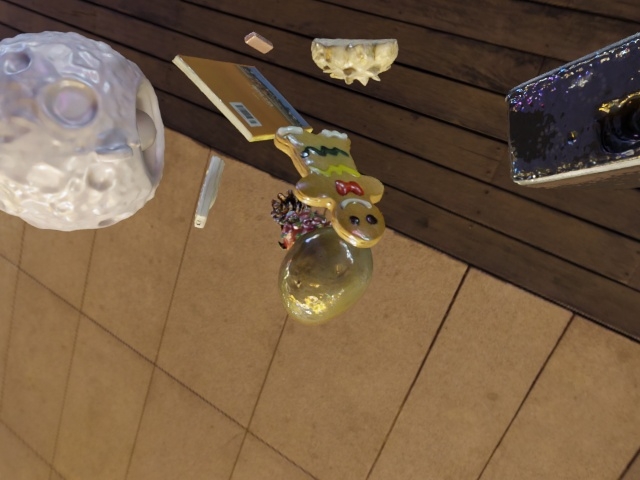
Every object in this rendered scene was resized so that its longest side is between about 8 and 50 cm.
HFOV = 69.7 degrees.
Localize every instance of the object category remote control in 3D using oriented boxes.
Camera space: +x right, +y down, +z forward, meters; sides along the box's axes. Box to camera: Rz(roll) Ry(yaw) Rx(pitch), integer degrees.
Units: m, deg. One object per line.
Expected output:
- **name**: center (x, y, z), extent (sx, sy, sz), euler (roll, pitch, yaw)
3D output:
- **remote control**: center (-0.346, -0.153, 1.434), extent (0.090, 0.049, 0.230), euler (136, 146, -59)

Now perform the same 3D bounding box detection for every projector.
- **projector**: center (0.655, -0.240, 0.910), extent (0.395, 0.406, 0.241), euler (-9, 83, 64)

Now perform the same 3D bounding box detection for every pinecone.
- **pinecone**: center (-0.129, -0.133, 1.956), extent (0.150, 0.195, 0.179), euler (39, 106, 20)

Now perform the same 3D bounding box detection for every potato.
- **potato**: center (0.009, 0.068, 0.839), extent (0.178, 0.235, 0.160), euler (-12, 60, -8)

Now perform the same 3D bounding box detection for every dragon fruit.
- **dragon fruit**: center (-0.002, 0.000, 1.198), extent (0.135, 0.236, 0.137), euler (-65, 29, 21)

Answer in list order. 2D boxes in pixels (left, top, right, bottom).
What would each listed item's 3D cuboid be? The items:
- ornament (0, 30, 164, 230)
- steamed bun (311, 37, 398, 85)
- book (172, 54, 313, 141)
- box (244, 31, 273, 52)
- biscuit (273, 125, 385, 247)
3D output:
- **ornament**: center (-0.442, -0.181, 0.793), extent (0.338, 0.337, 0.336), euler (5, 101, 25)
- **steamed bun**: center (0.105, -0.571, 1.458), extent (0.296, 0.292, 0.137), euler (9, 119, 22)
- **book**: center (-0.179, -0.369, 1.199), extent (0.262, 0.374, 0.028), euler (46, 115, 3)
- **box**: center (-0.215, -0.694, 1.610), extent (0.048, 0.115, 0.025), euler (-23, 80, 27)
- **biscuit**: center (0.027, -0.092, 0.701), extent (0.240, 0.158, 0.035), euler (62, 143, 28)
